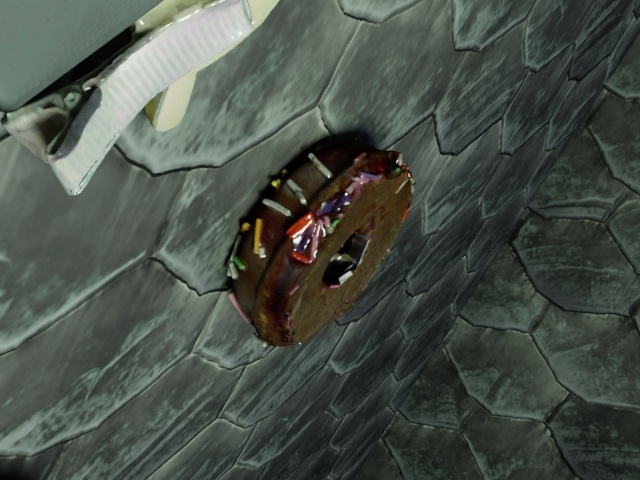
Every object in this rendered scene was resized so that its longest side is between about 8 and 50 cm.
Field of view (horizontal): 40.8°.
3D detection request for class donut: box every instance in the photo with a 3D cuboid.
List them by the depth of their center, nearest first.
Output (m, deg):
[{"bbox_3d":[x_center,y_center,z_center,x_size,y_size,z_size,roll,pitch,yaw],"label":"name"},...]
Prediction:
[{"bbox_3d":[0.000,0.000,0.976,0.269,0.103,0.269,-47,158,-25],"label":"donut"}]

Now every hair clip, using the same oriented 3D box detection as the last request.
[{"bbox_3d":[-0.106,-0.124,0.582,0.218,0.071,0.159,-44,161,-10],"label":"hair clip"}]

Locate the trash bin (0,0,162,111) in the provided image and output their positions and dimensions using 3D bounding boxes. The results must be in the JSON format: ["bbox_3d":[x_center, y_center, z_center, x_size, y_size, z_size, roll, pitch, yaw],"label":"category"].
[{"bbox_3d":[-0.111,-0.194,0.418,0.236,0.101,0.176,-45,160,-17],"label":"trash bin"}]
